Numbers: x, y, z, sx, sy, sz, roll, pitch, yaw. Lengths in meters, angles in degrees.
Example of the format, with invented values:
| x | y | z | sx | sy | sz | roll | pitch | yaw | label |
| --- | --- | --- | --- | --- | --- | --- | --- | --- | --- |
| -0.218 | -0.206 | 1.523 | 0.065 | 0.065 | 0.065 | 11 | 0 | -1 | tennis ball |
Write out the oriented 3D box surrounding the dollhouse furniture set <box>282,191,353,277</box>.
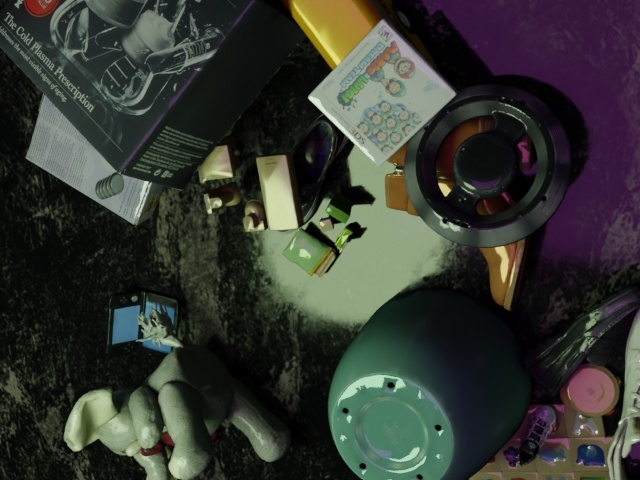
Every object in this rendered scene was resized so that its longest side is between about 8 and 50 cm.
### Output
| x | y | z | sx | sy | sz | roll | pitch | yaw | label |
| --- | --- | --- | --- | --- | --- | --- | --- | --- | --- |
| 0.000 | 0.000 | 1.495 | 0.076 | 0.058 | 0.151 | 32 | 116 | -6 | dollhouse furniture set |

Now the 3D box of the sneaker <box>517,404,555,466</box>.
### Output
| x | y | z | sx | sy | sz | roll | pitch | yaw | label |
| --- | --- | --- | --- | --- | --- | --- | --- | --- | --- |
| 0.327 | 0.303 | 1.434 | 0.038 | 0.069 | 0.098 | 23 | 112 | 15 | sneaker |

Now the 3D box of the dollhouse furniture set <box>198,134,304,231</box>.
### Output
| x | y | z | sx | sy | sz | roll | pitch | yaw | label |
| --- | --- | --- | --- | --- | --- | --- | --- | --- | --- |
| -0.091 | -0.095 | 1.480 | 0.151 | 0.123 | 0.144 | -5 | 103 | 23 | dollhouse furniture set |

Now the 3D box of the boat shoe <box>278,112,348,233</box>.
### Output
| x | y | z | sx | sy | sz | roll | pitch | yaw | label |
| --- | --- | --- | --- | --- | --- | --- | --- | --- | --- |
| -0.027 | -0.101 | 1.477 | 0.080 | 0.076 | 0.228 | 39 | 115 | 9 | boat shoe |

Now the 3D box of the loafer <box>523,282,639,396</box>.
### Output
| x | y | z | sx | sy | sz | roll | pitch | yaw | label |
| --- | --- | --- | --- | --- | --- | --- | --- | --- | --- |
| 0.394 | 0.145 | 1.367 | 0.223 | 0.076 | 0.078 | -47 | 71 | 32 | loafer |

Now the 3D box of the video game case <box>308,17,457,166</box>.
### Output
| x | y | z | sx | sy | sz | roll | pitch | yaw | label |
| --- | --- | --- | --- | --- | --- | --- | --- | --- | --- |
| 0.084 | -0.202 | 1.301 | 0.143 | 0.019 | 0.157 | 44 | 117 | -6 | video game case |

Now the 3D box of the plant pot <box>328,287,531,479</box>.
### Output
| x | y | z | sx | sy | sz | roll | pitch | yaw | label |
| --- | --- | --- | --- | --- | --- | --- | --- | --- | --- |
| 0.146 | 0.243 | 1.407 | 0.293 | 0.235 | 0.293 | 6 | 105 | 23 | plant pot |

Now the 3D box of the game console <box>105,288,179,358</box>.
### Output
| x | y | z | sx | sy | sz | roll | pitch | yaw | label |
| --- | --- | --- | --- | --- | --- | --- | --- | --- | --- |
| -0.319 | 0.156 | 1.679 | 0.071 | 0.107 | 0.122 | 27 | 116 | 45 | game console |

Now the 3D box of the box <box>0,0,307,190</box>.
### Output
| x | y | z | sx | sy | sz | roll | pitch | yaw | label |
| --- | --- | --- | --- | --- | --- | --- | --- | --- | --- |
| -0.257 | -0.307 | 1.384 | 0.343 | 0.179 | 0.312 | 44 | 101 | 20 | box |

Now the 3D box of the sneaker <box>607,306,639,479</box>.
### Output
| x | y | z | sx | sy | sz | roll | pitch | yaw | label |
| --- | --- | --- | --- | --- | --- | --- | --- | --- | --- |
| 0.467 | 0.226 | 1.308 | 0.108 | 0.169 | 0.292 | 7 | 102 | 20 | sneaker |

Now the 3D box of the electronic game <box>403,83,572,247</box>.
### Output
| x | y | z | sx | sy | sz | roll | pitch | yaw | label |
| --- | --- | --- | --- | --- | --- | --- | --- | --- | --- |
| 0.227 | -0.103 | 1.292 | 0.229 | 0.048 | 0.229 | -3 | 80 | 18 | electronic game |

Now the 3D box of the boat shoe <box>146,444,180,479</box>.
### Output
| x | y | z | sx | sy | sz | roll | pitch | yaw | label |
| --- | --- | --- | --- | --- | --- | --- | --- | --- | --- |
| -0.290 | 0.456 | 1.758 | 0.059 | 0.063 | 0.170 | 23 | 122 | 13 | boat shoe |

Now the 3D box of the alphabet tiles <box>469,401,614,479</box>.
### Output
| x | y | z | sx | sy | sz | roll | pitch | yaw | label |
| --- | --- | --- | --- | --- | --- | --- | --- | --- | --- |
| 0.381 | 0.415 | 1.490 | 0.285 | 0.011 | 0.342 | -7 | 102 | 25 | alphabet tiles |

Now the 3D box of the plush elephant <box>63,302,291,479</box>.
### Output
| x | y | z | sx | sy | sz | roll | pitch | yaw | label |
| --- | --- | --- | --- | --- | --- | --- | --- | --- | --- |
| -0.273 | 0.309 | 1.597 | 0.255 | 0.272 | 0.330 | -46 | 70 | 24 | plush elephant |

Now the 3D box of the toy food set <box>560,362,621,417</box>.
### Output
| x | y | z | sx | sy | sz | roll | pitch | yaw | label |
| --- | --- | --- | --- | --- | --- | --- | --- | --- | --- |
| 0.407 | 0.225 | 1.412 | 0.082 | 0.020 | 0.083 | 30 | 103 | 21 | toy food set |

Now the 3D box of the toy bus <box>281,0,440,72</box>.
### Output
| x | y | z | sx | sy | sz | roll | pitch | yaw | label |
| --- | --- | --- | --- | --- | --- | --- | --- | --- | --- |
| 0.032 | -0.330 | 1.344 | 0.108 | 0.130 | 0.332 | -33 | 101 | 27 | toy bus |

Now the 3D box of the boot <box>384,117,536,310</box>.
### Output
| x | y | z | sx | sy | sz | roll | pitch | yaw | label |
| --- | --- | --- | --- | --- | --- | --- | --- | --- | --- |
| 0.199 | -0.043 | 1.378 | 0.220 | 0.109 | 0.283 | 2 | 103 | 21 | boot |

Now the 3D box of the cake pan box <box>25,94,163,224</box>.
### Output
| x | y | z | sx | sy | sz | roll | pitch | yaw | label |
| --- | --- | --- | --- | --- | --- | --- | --- | --- | --- |
| -0.356 | -0.199 | 1.594 | 0.246 | 0.070 | 0.267 | 28 | 114 | 11 | cake pan box |
